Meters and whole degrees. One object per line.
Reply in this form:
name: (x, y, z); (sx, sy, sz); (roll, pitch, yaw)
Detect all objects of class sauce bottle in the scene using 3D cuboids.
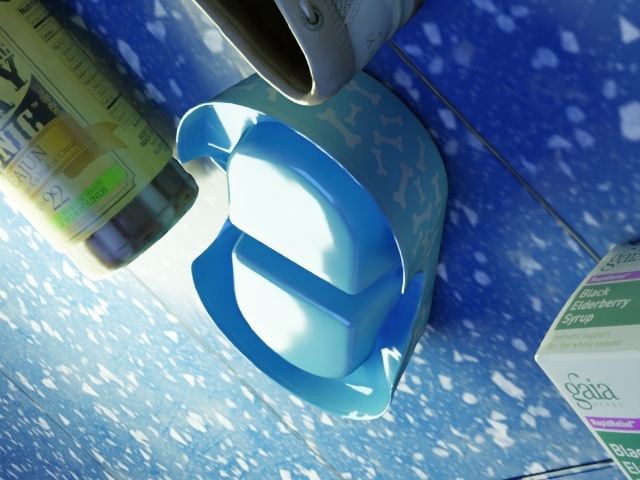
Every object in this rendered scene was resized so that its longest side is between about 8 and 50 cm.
sauce bottle: (-0.232, -0.126, 0.947); (0.344, 0.111, 0.111); (47, 151, -13)

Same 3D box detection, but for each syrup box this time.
syrup box: (0.228, 0.111, 0.733); (0.237, 0.096, 0.093); (50, 151, -18)

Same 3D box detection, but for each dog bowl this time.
dog bowl: (0.000, 0.000, 0.880); (0.166, 0.074, 0.297); (31, 151, 19)

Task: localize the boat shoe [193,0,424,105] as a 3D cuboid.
boat shoe: (-0.081, -0.195, 0.678); (0.302, 0.098, 0.109); (45, 151, -8)
